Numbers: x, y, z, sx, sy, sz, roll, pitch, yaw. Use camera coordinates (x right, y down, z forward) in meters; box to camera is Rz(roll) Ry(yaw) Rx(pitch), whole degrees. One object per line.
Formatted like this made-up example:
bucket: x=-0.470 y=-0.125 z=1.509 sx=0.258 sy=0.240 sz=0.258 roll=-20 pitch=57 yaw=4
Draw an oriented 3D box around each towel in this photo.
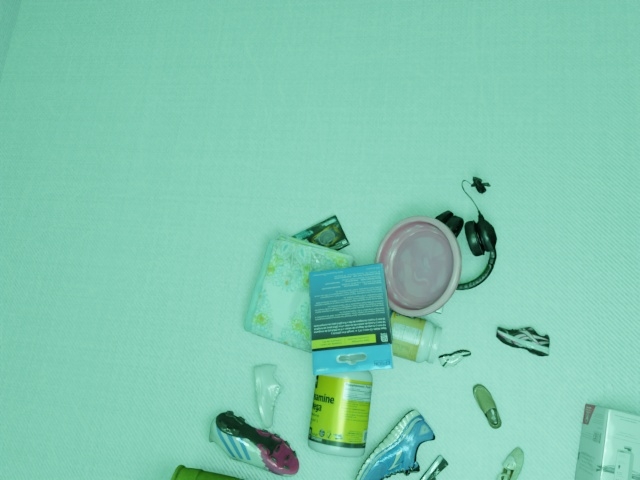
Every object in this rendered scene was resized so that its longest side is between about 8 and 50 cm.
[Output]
towel: x=-0.073 y=0.187 z=1.887 sx=0.320 sy=0.090 sz=0.375 roll=15 pitch=85 yaw=15

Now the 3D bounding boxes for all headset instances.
headset: x=0.497 y=-0.024 z=1.838 sx=0.243 sy=0.185 sz=0.395 roll=13 pitch=89 yaw=26

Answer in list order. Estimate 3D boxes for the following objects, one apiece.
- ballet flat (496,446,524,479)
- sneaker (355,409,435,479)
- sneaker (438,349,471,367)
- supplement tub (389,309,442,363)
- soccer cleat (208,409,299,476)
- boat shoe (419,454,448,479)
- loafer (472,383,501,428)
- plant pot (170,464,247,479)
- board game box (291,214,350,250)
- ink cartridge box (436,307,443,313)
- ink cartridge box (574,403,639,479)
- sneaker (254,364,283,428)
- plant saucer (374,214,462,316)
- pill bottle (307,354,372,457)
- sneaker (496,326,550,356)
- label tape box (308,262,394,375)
ballet flat: x=0.582 y=0.721 z=1.652 sx=0.052 sy=0.057 sz=0.168 roll=26 pitch=80 yaw=-20
sneaker: x=0.236 y=0.702 z=1.689 sx=0.147 sy=0.130 sz=0.330 roll=42 pitch=86 yaw=20
sneaker: x=0.451 y=0.395 z=1.781 sx=0.109 sy=0.040 sz=0.044 roll=-17 pitch=89 yaw=9
supplement tub: x=0.291 y=0.321 z=1.770 sx=0.199 sy=0.144 sz=0.145 roll=14 pitch=79 yaw=13
soccer cleat: x=-0.227 y=0.702 z=1.798 sx=0.331 sy=0.116 sz=0.143 roll=31 pitch=119 yaw=5
boat shoe: x=0.352 y=0.751 z=1.697 sx=0.040 sy=0.049 sz=0.142 roll=39 pitch=83 yaw=17
loafer: x=0.541 y=0.533 z=1.717 sx=0.056 sy=0.050 sz=0.148 roll=-28 pitch=72 yaw=2
plant pot: x=-0.281 y=0.894 z=1.643 sx=0.352 sy=0.366 sz=0.367 roll=2 pitch=76 yaw=0
board game box: x=0.000 y=0.000 z=1.970 sx=0.186 sy=0.026 sz=0.126 roll=-26 pitch=72 yaw=3
ink cartridge box: x=0.368 y=0.197 z=1.836 sx=0.122 sy=0.052 sz=0.089 roll=13 pitch=79 yaw=15
ink cartridge box: x=0.839 y=0.636 z=1.552 sx=0.117 sy=0.207 sz=0.283 roll=12 pitch=79 yaw=11
sneaker: x=-0.172 y=0.534 z=1.842 sx=0.094 sy=0.080 sz=0.212 roll=-9 pitch=73 yaw=-4
plant saucer: x=0.328 y=0.086 z=1.763 sx=0.332 sy=0.084 sz=0.332 roll=-11 pitch=73 yaw=42
pill bottle: x=0.070 y=0.514 z=1.738 sx=0.187 sy=0.188 sz=0.334 roll=5 pitch=76 yaw=12
sneaker: x=0.665 y=0.316 z=1.751 sx=0.178 sy=0.072 sz=0.077 roll=21 pitch=68 yaw=7
label tape box: x=0.097 y=0.259 z=1.692 sx=0.249 sy=0.115 sz=0.348 roll=-7 pitch=61 yaw=7
